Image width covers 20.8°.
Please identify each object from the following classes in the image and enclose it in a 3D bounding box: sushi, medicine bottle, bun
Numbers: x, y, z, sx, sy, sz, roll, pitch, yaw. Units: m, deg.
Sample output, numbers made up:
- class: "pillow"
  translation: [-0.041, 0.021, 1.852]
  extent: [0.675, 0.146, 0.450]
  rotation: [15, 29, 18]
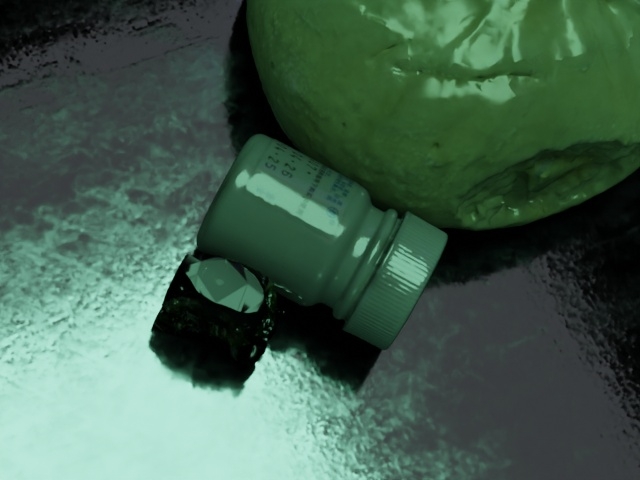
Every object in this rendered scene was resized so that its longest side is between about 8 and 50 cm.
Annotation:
- class: "sushi"
  translation: [-0.069, 0.047, 1.280]
  extent: [0.084, 0.083, 0.056]
  rotation: [29, 62, 2]
- class: "medicine bottle"
  translation: [0.000, 0.000, 1.308]
  extent: [0.168, 0.105, 0.105]
  rotation: [29, 63, 1]
- class: "bun"
  translation: [0.128, -0.191, 1.373]
  extent: [0.364, 0.202, 0.364]
  rotation: [6, 62, -12]
